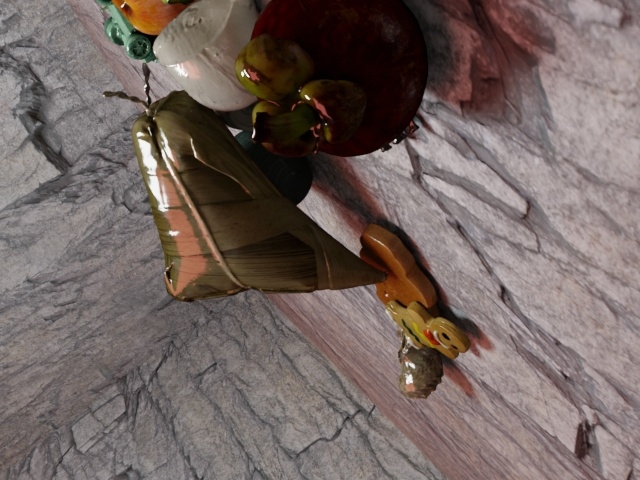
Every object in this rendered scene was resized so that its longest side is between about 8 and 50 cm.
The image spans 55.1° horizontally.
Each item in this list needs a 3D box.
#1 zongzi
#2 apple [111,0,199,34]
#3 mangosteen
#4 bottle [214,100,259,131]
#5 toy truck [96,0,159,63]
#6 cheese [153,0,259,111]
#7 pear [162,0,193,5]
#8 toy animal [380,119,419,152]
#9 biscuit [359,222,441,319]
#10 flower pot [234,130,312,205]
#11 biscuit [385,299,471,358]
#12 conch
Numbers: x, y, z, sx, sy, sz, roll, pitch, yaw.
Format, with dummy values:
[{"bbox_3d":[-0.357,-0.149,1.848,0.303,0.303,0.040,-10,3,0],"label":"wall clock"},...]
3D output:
[{"bbox_3d":[-0.118,-0.127,1.205,0.218,0.466,0.500,-77,-20,-62],"label":"zongzi"},{"bbox_3d":[-0.332,-0.504,1.187,0.209,0.164,0.209,46,167,14],"label":"apple"},{"bbox_3d":[0.001,-0.187,0.701,0.215,0.257,0.215,23,133,27],"label":"mangosteen"},{"bbox_3d":[-0.190,-0.304,1.342,0.120,0.120,0.253,58,167,-24],"label":"bottle"},{"bbox_3d":[-0.456,-0.563,1.463,0.155,0.156,0.279,42,163,37],"label":"toy truck"},{"bbox_3d":[-0.170,-0.324,1.086,0.189,0.198,0.154,48,-157,-44],"label":"cheese"},{"bbox_3d":[-0.215,-0.502,0.768,0.282,0.176,0.286,47,162,15],"label":"pear"},{"bbox_3d":[0.094,-0.166,0.904,0.065,0.047,0.135,57,168,-1],"label":"toy animal"},{"bbox_3d":[0.171,0.086,1.298,0.202,0.047,0.334,32,160,42],"label":"biscuit"},{"bbox_3d":[-0.125,-0.162,1.409,0.243,0.157,0.189,28,152,45],"label":"flower pot"},{"bbox_3d":[0.223,0.191,1.276,0.158,0.035,0.240,47,164,-14],"label":"biscuit"},{"bbox_3d":[0.223,0.291,1.497,0.155,0.130,0.207,-1,113,58],"label":"conch"}]
